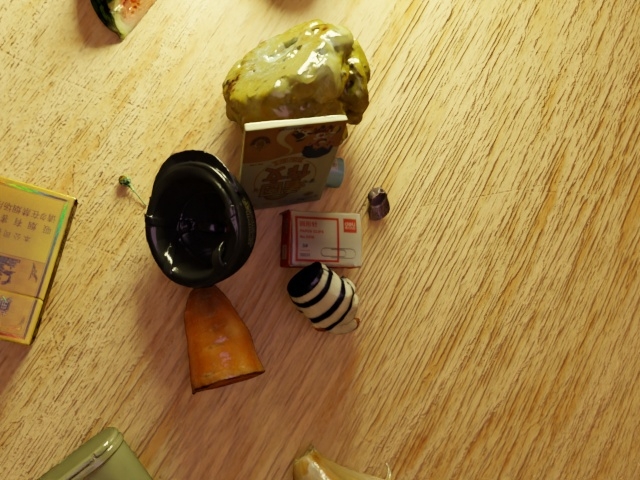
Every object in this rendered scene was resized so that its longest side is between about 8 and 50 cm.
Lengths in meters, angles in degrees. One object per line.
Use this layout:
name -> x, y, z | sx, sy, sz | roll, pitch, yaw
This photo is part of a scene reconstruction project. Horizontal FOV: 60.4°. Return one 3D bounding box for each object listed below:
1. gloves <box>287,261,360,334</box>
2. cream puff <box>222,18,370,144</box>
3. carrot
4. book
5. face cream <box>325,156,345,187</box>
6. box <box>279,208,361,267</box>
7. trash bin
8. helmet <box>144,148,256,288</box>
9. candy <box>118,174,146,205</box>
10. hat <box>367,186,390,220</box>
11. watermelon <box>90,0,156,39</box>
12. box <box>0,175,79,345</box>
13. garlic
gloves -> 0.028, 0.145, 1.240 | 0.140, 0.131, 0.218 | -49, 118, -6
cream puff -> -0.037, -0.310, 1.220 | 0.257, 0.290, 0.325 | 51, 49, -37
carrot -> -0.227, 0.204, 1.177 | 0.159, 0.159, 0.225 | -17, 79, -19
book -> -0.071, -0.157, 1.171 | 0.207, 0.295, 0.020 | -10, 64, -17
face cream -> -0.060, -0.172, 1.284 | 0.229, 0.075, 0.075 | 7, 84, -18
box -> 0.000, 0.000, 1.277 | 0.182, 0.099, 0.133 | 4, 83, -19
trash bin -> -0.438, 0.542, 1.081 | 0.243, 0.121, 0.248 | -35, 99, -18
helmet -> -0.235, -0.042, 1.159 | 0.230, 0.160, 0.279 | -2, 89, 22
candy -> -0.407, -0.107, 1.194 | 0.025, 0.023, 0.083 | -42, 109, -25
hat -> 0.138, -0.094, 1.368 | 0.058, 0.042, 0.087 | -15, 125, -16
watermelon -> -0.379, -0.597, 1.158 | 0.159, 0.128, 0.304 | 40, 79, -31
box -> -0.618, 0.035, 1.074 | 0.192, 0.084, 0.302 | 17, 81, -17
garlic -> 0.052, 0.564, 1.250 | 0.244, 0.145, 0.164 | 22, 48, -18
